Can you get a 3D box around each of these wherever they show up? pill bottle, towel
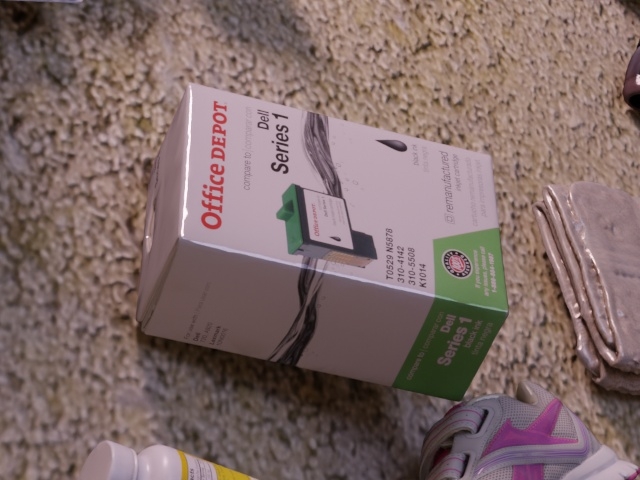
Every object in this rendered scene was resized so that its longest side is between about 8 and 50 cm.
[{"bbox_3d":[-0.080,0.155,1.124,0.116,0.065,0.065,24,41,-24],"label":"pill bottle"},{"bbox_3d":[0.296,0.054,1.576,0.282,0.049,0.187,14,48,-34],"label":"towel"}]

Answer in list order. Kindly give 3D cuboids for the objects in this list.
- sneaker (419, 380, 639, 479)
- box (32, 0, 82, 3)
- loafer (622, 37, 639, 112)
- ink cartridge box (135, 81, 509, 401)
[{"bbox_3d":[0.100,0.165,1.261,0.111,0.103,0.252,49,31,14],"label":"sneaker"},{"bbox_3d":[-0.265,-0.242,1.359,0.136,0.036,0.225,-3,55,-42],"label":"box"},{"bbox_3d":[0.402,-0.081,1.773,0.302,0.109,0.095,35,57,-1],"label":"loafer"},{"bbox_3d":[0.000,0.000,1.276,0.219,0.092,0.160,13,42,-13],"label":"ink cartridge box"}]
